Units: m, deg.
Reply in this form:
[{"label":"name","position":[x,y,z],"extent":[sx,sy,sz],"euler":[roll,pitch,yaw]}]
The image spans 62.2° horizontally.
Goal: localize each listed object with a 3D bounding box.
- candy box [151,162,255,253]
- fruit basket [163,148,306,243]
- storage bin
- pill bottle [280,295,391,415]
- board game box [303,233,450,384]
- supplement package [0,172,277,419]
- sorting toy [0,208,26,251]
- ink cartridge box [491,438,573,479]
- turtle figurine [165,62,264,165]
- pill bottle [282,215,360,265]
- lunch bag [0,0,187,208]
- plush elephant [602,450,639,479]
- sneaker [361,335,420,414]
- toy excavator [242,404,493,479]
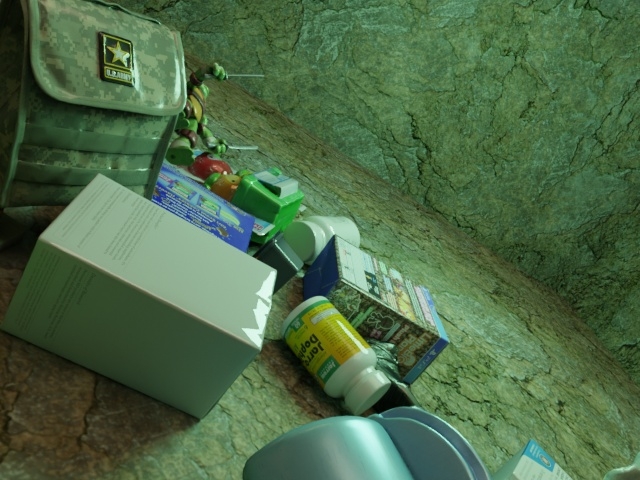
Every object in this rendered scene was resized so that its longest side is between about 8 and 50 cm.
[{"label":"candy box","position":[-0.276,-0.009,0.977],"extent":[0.268,0.122,0.317],"euler":[32,19,-13]},{"label":"fruit basket","position":[-0.225,-0.143,1.307],"extent":[0.353,0.165,0.327],"euler":[35,20,6]},{"label":"storage bin","position":[-0.106,0.059,1.101],"extent":[0.091,0.135,0.098],"euler":[45,19,-3]},{"label":"pill bottle","position":[0.029,0.212,0.980],"extent":[0.208,0.117,0.117],"euler":[47,22,27]},{"label":"board game box","position":[0.117,0.152,1.224],"extent":[0.291,0.141,0.232],"euler":[31,20,-14]},{"label":"supplement package","position":[-0.235,0.080,0.736],"extent":[0.293,0.175,0.177],"euler":[30,29,-15]},{"label":"sorting toy","position":[-0.559,-0.064,0.683],"extent":[0.257,0.089,0.255],"euler":[34,20,-5]},{"label":"ink cartridge box","position":[0.354,0.479,0.832],"extent":[0.232,0.168,0.171],"euler":[46,21,23]},{"label":"turtle figurine","position":[-0.252,-0.293,1.232],"extent":[0.275,0.198,0.266],"euler":[31,38,-13]},{"label":"pill bottle","position":[0.000,0.000,1.392],"extent":[0.131,0.131,0.229],"euler":[44,21,21]},{"label":"lunch bag","position":[-0.334,-0.200,0.757],"extent":[0.169,0.287,0.235],"euler":[38,25,28]},{"label":"plush elephant","position":[0.595,0.517,1.011],"extent":[0.272,0.255,0.330],"euler":[35,20,-2]},{"label":"sneaker","position":[0.139,0.274,1.057],"extent":[0.130,0.087,0.227],"euler":[-9,42,-48]},{"label":"toy excavator","position":[-0.055,0.285,0.472],"extent":[0.445,0.433,0.222],"euler":[56,0,-45]}]
